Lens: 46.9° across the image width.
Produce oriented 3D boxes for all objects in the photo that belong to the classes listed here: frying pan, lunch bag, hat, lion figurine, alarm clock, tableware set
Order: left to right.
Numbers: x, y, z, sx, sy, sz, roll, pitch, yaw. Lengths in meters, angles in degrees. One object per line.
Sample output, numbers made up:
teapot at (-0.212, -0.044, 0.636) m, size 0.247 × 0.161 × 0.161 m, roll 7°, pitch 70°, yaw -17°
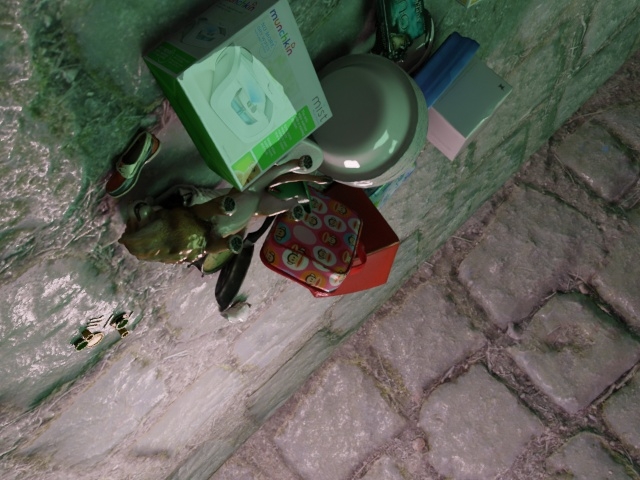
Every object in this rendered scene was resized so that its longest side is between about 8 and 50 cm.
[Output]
tableware set at (-0.505, 0.218, 1.735) m, size 0.104 × 0.024 × 0.154 m, roll -52°, pitch 161°, yaw 19°
alarm clock at (-0.242, 0.005, 1.794) m, size 0.192 × 0.064 × 0.129 m, roll -42°, pitch 161°, yaw -4°
lion figurine at (-0.179, -0.057, 1.432) m, size 0.392 × 0.142 × 0.240 m, roll -22°, pitch -169°, yaw -42°
frying pan at (-0.193, 0.047, 1.856) m, size 0.326 × 0.053 × 0.197 m, roll -53°, pitch -160°, yaw 42°
hat at (-0.141, -0.122, 1.683) m, size 0.183 × 0.208 × 0.173 m, roll -25°, pitch -164°, yaw -12°
lunch bag at (0.000, 0.000, 1.893) m, size 0.120 × 0.258 × 0.293 m, roll -60°, pitch -176°, yaw 37°
lunch bag at (0.195, -0.193, 2.278) m, size 0.219 × 0.090 × 0.176 m, roll -48°, pitch 160°, yaw 4°

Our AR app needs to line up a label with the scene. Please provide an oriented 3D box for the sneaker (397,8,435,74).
sneaker at (0.171, -0.427, 1.745) m, size 0.108 × 0.100 × 0.271 m, roll -4°, pitch 135°, yaw -56°

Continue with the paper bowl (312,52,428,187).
paper bowl at (0.080, -0.263, 1.596) m, size 0.284 × 0.284 × 0.148 m, roll -51°, pitch 159°, yaw 13°

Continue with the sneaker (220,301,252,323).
sneaker at (-0.254, 0.211, 2.223) m, size 0.061 × 0.053 × 0.152 m, roll -59°, pitch 165°, yaw 8°

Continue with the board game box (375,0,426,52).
board game box at (0.167, -0.506, 1.551) m, size 0.126 × 0.026 × 0.186 m, roll -35°, pitch 129°, yaw -30°

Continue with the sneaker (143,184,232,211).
sneaker at (-0.263, -0.067, 1.556) m, size 0.292 × 0.110 × 0.118 m, roll -25°, pitch 142°, yaw -45°

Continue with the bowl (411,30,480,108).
bowl at (0.240, -0.363, 1.859) m, size 0.391 × 0.077 × 0.391 m, roll -49°, pitch -177°, yaw 4°

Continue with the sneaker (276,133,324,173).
sneaker at (-0.131, -0.244, 1.487) m, size 0.296 × 0.147 × 0.104 m, roll 24°, pitch 117°, yaw -37°

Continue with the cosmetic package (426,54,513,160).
cosmetic package at (0.416, -0.376, 2.161) m, size 0.197 × 0.155 × 0.365 m, roll -46°, pitch 174°, yaw -1°

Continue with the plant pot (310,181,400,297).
plant pot at (0.043, 0.015, 2.162) m, size 0.236 × 0.267 × 0.267 m, roll -26°, pitch 155°, yaw -18°

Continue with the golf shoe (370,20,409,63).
golf shoe at (0.162, -0.494, 1.643) m, size 0.077 × 0.094 × 0.198 m, roll 18°, pitch 92°, yaw -44°

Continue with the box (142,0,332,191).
box at (-0.133, -0.264, 1.270) m, size 0.231 × 0.127 × 0.262 m, roll -40°, pitch 137°, yaw -14°

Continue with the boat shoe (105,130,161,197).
boat shoe at (-0.342, -0.137, 1.321) m, size 0.137 × 0.049 × 0.043 m, roll -49°, pitch 158°, yaw 2°

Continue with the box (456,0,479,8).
box at (0.359, -0.652, 1.672) m, size 0.114 × 0.103 × 0.203 m, roll -35°, pitch 158°, yaw -28°
